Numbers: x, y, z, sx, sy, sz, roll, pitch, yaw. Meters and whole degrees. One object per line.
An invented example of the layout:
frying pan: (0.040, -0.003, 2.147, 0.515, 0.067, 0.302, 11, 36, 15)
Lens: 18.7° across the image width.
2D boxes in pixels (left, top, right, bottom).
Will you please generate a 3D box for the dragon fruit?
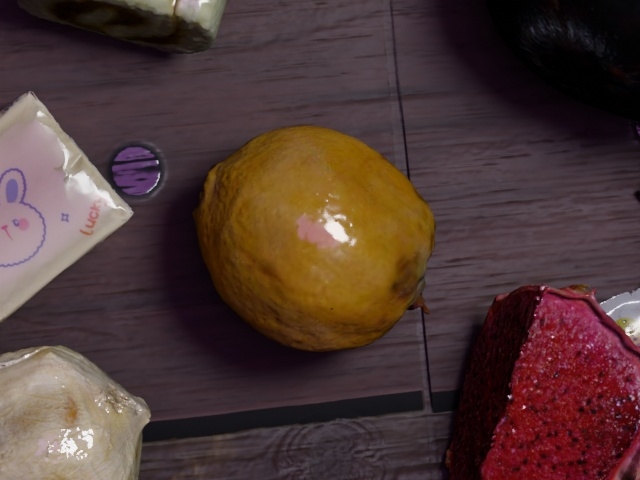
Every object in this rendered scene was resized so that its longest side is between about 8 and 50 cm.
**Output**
dragon fruit: (0.215, 0.164, 1.771, 0.161, 0.126, 0.274, 12, 101, -14)

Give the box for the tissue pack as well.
tissue pack: (-0.287, -0.017, 1.721, 0.196, 0.092, 0.148, -40, 94, -6)

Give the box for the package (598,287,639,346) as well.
package: (0.338, 0.110, 1.831, 0.173, 0.027, 0.171, -30, 92, -7)

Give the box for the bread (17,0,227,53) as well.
bread: (-0.142, -0.348, 1.723, 0.187, 0.155, 0.338, 14, 84, -15)

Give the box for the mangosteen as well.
mangosteen: (0.300, -0.254, 1.710, 0.300, 0.300, 0.300, 0, 88, -7)

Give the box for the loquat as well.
loquat: (0.000, 0.000, 1.724, 0.234, 0.176, 0.187, 32, 101, -2)

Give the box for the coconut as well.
coconut: (-0.237, 0.178, 1.679, 0.194, 0.194, 0.194, 0, 88, -7)
